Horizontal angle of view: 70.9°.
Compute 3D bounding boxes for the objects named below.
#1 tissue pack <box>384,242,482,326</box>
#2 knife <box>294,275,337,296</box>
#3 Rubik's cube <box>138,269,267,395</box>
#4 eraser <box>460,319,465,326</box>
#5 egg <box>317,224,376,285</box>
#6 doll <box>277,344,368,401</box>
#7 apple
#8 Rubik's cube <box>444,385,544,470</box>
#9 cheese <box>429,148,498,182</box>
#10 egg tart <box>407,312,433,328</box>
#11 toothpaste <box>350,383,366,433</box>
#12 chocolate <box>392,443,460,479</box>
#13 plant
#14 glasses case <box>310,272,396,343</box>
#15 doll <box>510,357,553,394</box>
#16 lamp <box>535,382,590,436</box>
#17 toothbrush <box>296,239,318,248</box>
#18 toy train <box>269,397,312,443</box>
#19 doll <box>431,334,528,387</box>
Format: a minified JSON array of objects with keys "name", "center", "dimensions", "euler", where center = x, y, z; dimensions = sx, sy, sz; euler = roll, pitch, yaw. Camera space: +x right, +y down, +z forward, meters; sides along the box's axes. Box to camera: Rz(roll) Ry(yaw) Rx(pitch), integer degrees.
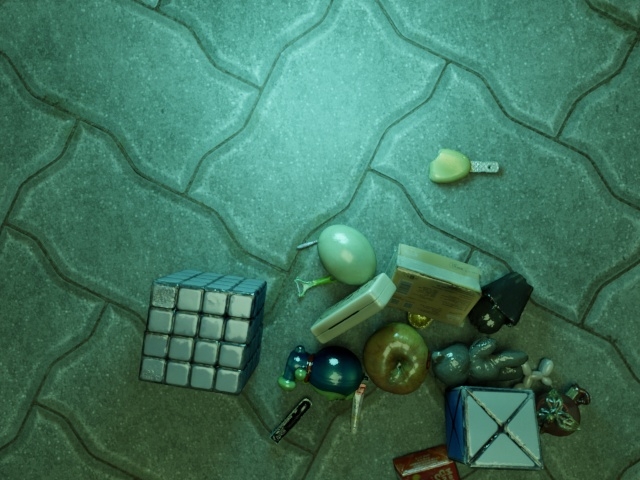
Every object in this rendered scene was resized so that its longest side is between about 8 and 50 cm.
[{"name":"tissue pack","center":[0.393,0.136,1.622],"dimensions":[0.306,0.238,0.238],"euler":[17,92,1]},{"name":"knife","center":[-0.015,0.158,1.702],"dimensions":[0.166,0.022,0.078],"euler":[-16,98,3]},{"name":"Rubik's cube","center":[-0.384,0.298,1.555],"dimensions":[0.344,0.344,0.337],"euler":[8,93,0]},{"name":"eraser","center":[0.535,0.281,1.688],"dimensions":[0.019,0.038,0.083],"euler":[16,93,-4]},{"name":"egg","center":[0.096,0.054,1.615],"dimensions":[0.186,0.186,0.253],"euler":[-45,87,2]},{"name":"doll","center":[0.013,0.474,1.626],"dimensions":[0.322,0.198,0.186],"euler":[8,94,4]},{"name":"apple","center":[0.273,0.422,1.621],"dimensions":[0.261,0.194,0.260],"euler":[0,94,3]},{"name":"Rubik's cube","center":[0.588,0.647,1.562],"dimensions":[0.255,0.259,0.260],"euler":[3,72,3]},{"name":"cheese","center":[0.532,-0.277,1.665],"dimensions":[0.256,0.050,0.127],"euler":[0,90,0]},{"name":"egg tart","center":[0.375,0.281,1.690],"dimensions":[0.105,0.039,0.105],"euler":[0,92,1]},{"name":"toothpaste","center":[0.138,0.641,1.714],"dimensions":[0.048,0.031,0.190],"euler":[7,89,4]},{"name":"chocolate","center":[0.416,0.917,1.678],"dimensions":[0.235,0.108,0.237],"euler":[-15,90,0]},{"name":"plant","center":[0.649,0.230,1.636],"dimensions":[0.256,0.142,0.164],"euler":[-40,91,-9]},{"name":"glasses case","center":[0.110,0.240,1.566],"dimensions":[0.076,0.144,0.336],"euler":[49,128,-2]},{"name":"doll","center":[0.790,0.522,1.681],"dimensions":[0.161,0.059,0.159],"euler":[-2,91,1]},{"name":"lamp","center":[0.862,0.607,1.624],"dimensions":[0.151,0.223,0.215],"euler":[42,102,18]},{"name":"toothbrush","center":[0.000,0.000,1.700],"dimensions":[0.193,0.019,0.013],"euler":[-17,92,3]},{"name":"toy train","center":[-0.110,0.682,1.710],"dimensions":[0.043,0.047,0.207],"euler":[42,91,-1]},{"name":"doll","center":[0.569,0.444,1.650],"dimensions":[0.341,0.158,0.245],"euler":[-10,126,-1]}]
